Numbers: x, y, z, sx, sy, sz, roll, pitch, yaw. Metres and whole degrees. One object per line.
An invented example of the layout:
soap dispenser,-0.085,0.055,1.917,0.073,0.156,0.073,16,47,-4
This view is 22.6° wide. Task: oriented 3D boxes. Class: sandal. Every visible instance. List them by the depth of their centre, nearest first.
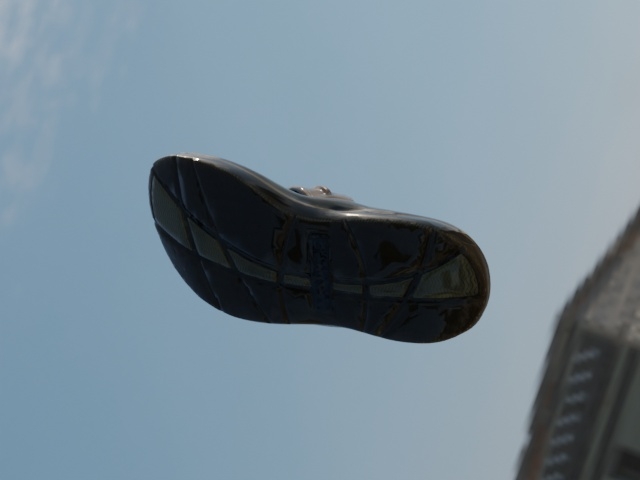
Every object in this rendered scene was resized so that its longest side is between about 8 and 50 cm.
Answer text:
sandal,0.000,0.000,0.876,0.060,0.219,0.090,-28,-59,-53
